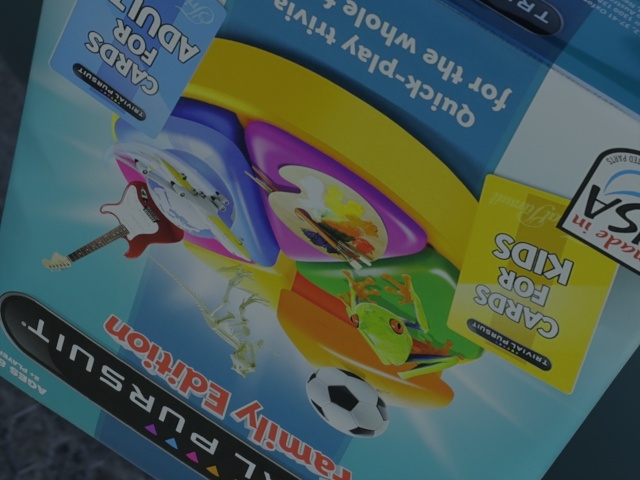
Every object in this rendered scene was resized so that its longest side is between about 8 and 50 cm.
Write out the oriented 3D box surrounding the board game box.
[{"bbox_3d":[0.000,0.000,0.656,0.253,0.336,0.079,32,48,8],"label":"board game box"}]
